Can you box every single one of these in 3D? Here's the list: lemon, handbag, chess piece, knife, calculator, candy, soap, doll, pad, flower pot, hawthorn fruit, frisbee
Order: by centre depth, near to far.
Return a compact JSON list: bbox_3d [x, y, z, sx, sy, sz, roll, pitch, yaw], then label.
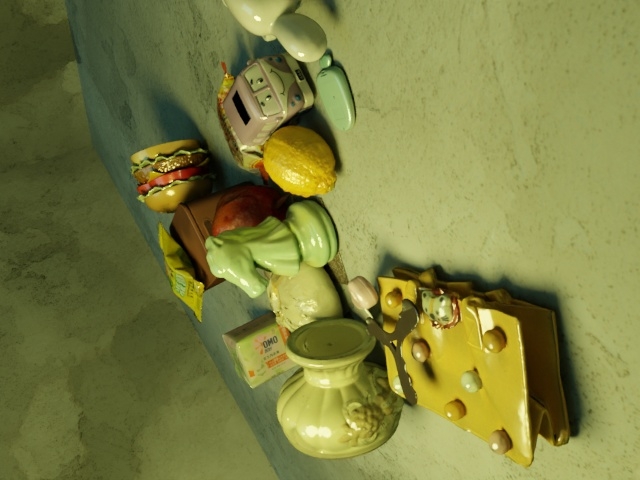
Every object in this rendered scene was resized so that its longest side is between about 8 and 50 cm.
[{"bbox_3d":[0.249,0.204,1.079,0.401,0.133,0.283,17,119,61],"label":"handbag"},{"bbox_3d":[-0.122,-0.537,1.081,0.376,0.187,0.365,29,149,35],"label":"doll"},{"bbox_3d":[0.138,0.190,1.149,0.187,0.012,0.211,33,129,57],"label":"frisbee"},{"bbox_3d":[0.028,-0.289,1.167,0.095,0.021,0.153,8,123,61],"label":"calculator"},{"bbox_3d":[-0.042,-0.169,1.274,0.187,0.142,0.142,37,149,10],"label":"lemon"},{"bbox_3d":[0.100,0.149,1.339,0.081,0.043,0.336,52,173,16],"label":"knife"},{"bbox_3d":[0.039,0.337,1.404,0.307,0.307,0.244,21,125,56],"label":"flower pot"},{"bbox_3d":[-0.120,0.025,1.412,0.176,0.298,0.175,44,146,40],"label":"chess piece"},{"bbox_3d":[0.000,0.000,1.509,0.158,0.003,0.235,9,121,61],"label":"pad"},{"bbox_3d":[-0.155,-0.063,1.564,0.243,0.207,0.207,-32,81,25],"label":"hawthorn fruit"},{"bbox_3d":[-0.428,0.091,1.794,0.297,0.081,0.187,50,149,30],"label":"candy"},{"bbox_3d":[-0.199,0.368,2.010,0.138,0.199,0.182,15,125,62],"label":"soap"}]

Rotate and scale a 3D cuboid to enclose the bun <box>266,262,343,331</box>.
[{"bbox_3d":[-0.053,0.167,1.594,0.287,0.146,0.287,45,150,36],"label":"bun"}]

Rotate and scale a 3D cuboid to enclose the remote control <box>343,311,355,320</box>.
[{"bbox_3d":[0.088,0.229,1.533,0.091,0.016,0.034,58,150,14],"label":"remote control"}]

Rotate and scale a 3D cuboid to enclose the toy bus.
[{"bbox_3d":[-0.116,-0.304,1.291,0.142,0.142,0.202,65,155,1],"label":"toy bus"}]

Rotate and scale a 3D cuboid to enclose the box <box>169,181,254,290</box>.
[{"bbox_3d":[-0.300,-0.010,1.820,0.239,0.229,0.339,62,155,4],"label":"box"}]

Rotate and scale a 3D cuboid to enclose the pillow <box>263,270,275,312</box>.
[{"bbox_3d":[-0.134,0.175,1.893,0.131,0.038,0.232,34,142,43],"label":"pillow"}]

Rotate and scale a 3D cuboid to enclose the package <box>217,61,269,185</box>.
[{"bbox_3d":[-0.192,-0.280,1.482,0.288,0.108,0.223,62,168,0],"label":"package"}]

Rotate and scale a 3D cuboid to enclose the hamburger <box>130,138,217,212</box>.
[{"bbox_3d":[-0.477,-0.198,1.947,0.274,0.274,0.212,-12,95,65],"label":"hamburger"}]
